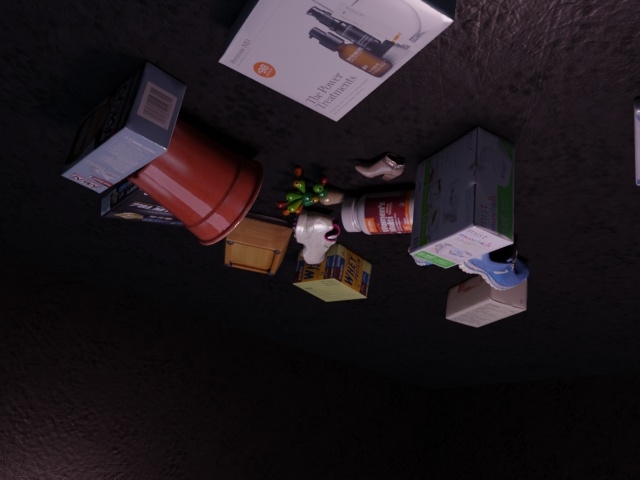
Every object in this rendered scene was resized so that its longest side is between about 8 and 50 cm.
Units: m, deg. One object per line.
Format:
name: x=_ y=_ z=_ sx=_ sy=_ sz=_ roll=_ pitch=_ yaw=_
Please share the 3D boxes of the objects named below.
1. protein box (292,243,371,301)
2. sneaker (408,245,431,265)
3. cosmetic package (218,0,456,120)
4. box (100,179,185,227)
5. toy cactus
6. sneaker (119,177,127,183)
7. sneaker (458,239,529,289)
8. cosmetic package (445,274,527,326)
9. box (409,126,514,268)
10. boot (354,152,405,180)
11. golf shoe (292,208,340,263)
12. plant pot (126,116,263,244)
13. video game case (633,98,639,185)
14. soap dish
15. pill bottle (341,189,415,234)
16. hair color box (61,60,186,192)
protein box: x=0.045 y=0.123 z=2.153 sx=0.199 sy=0.136 sz=0.201 roll=-11 pitch=149 yaw=40
sneaker: x=0.365 y=0.038 z=1.921 sx=0.083 sy=0.071 sz=0.190 roll=38 pitch=150 yaw=-31
cosmetic package: x=0.016 y=-0.393 z=1.074 sx=0.284 sy=0.097 sz=0.377 roll=24 pitch=153 yaw=-22
box: x=-0.483 y=-0.119 z=1.816 sx=0.295 sy=0.073 sz=0.293 roll=8 pitch=163 yaw=-41
toy cactus: x=-0.021 y=-0.135 z=1.684 sx=0.180 sy=0.112 sz=0.219 roll=0 pitch=159 yaw=-26
sneaker: x=-0.526 y=-0.220 z=1.719 sx=0.221 sy=0.087 sz=0.128 roll=-13 pitch=166 yaw=39
sneaker: x=0.566 y=0.065 z=1.827 sx=0.330 sy=0.130 sz=0.147 roll=19 pitch=150 yaw=-39
cosmetic package: x=0.603 y=0.214 z=2.151 sx=0.153 sy=0.129 sz=0.296 roll=18 pitch=155 yaw=-15
box: x=0.335 y=-0.097 z=1.400 sx=0.126 sy=0.262 sz=0.231 roll=20 pitch=153 yaw=-24
boot: x=0.158 y=-0.197 z=1.526 sx=0.118 sy=0.042 sz=0.087 roll=15 pitch=149 yaw=-14
golf shoe: x=0.000 y=0.000 z=1.935 sx=0.140 sy=0.115 sz=0.306 roll=1 pitch=156 yaw=10
plant pot: x=-0.337 y=-0.171 z=1.528 sx=0.272 sy=0.272 sz=0.265 roll=-16 pitch=138 yaw=44
video game case: x=0.838 y=-0.216 z=1.217 sx=0.329 sy=0.036 sz=0.300 roll=-3 pitch=153 yaw=28
soap dish: x=-0.230 y=0.015 z=2.044 sx=0.228 sy=0.118 sz=0.291 roll=12 pitch=155 yaw=-5
pill bottle: x=0.180 y=-0.079 z=1.673 sx=0.221 sy=0.121 sz=0.121 roll=-3 pitch=153 yaw=26
hair color box: x=-0.490 y=-0.264 z=1.438 sx=0.113 sy=0.185 sz=0.374 roll=27 pitch=151 yaw=-35
